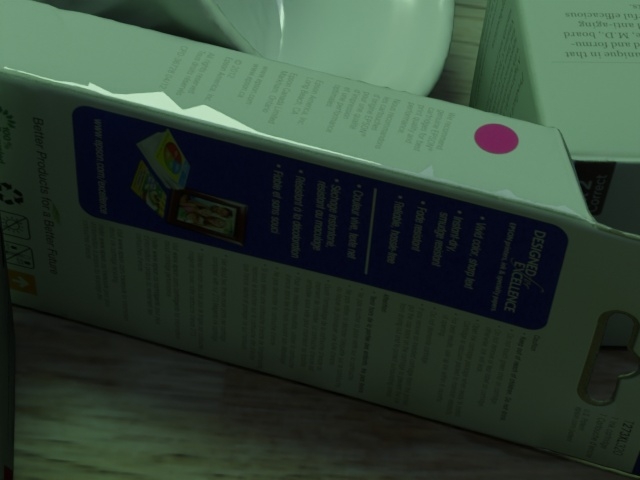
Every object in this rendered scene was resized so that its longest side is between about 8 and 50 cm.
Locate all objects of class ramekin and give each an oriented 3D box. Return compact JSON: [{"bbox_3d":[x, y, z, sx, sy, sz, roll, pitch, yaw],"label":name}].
[{"bbox_3d":[-0.058,-0.175,0.874,0.135,0.277,0.277,-20,36,36],"label":"ramekin"}]

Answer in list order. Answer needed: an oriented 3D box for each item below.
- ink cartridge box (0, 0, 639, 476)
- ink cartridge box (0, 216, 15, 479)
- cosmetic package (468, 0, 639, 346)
[{"bbox_3d":[0.000,0.000,0.782,0.371,0.176,0.069,16,50,10],"label":"ink cartridge box"},{"bbox_3d":[-0.197,0.031,0.675,0.114,0.273,0.197,-3,49,-6],"label":"ink cartridge box"},{"bbox_3d":[0.171,-0.056,0.862,0.151,0.151,0.183,1,49,-4],"label":"cosmetic package"}]
